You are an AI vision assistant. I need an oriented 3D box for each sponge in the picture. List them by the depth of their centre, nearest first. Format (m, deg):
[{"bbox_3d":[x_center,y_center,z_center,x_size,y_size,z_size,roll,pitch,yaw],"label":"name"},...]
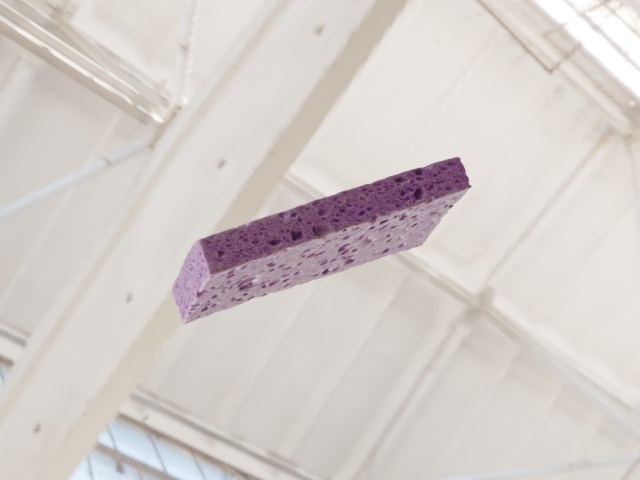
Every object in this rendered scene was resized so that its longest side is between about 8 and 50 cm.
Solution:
[{"bbox_3d":[0.000,0.000,0.889,0.210,0.117,0.031,-18,-105,-22],"label":"sponge"}]
